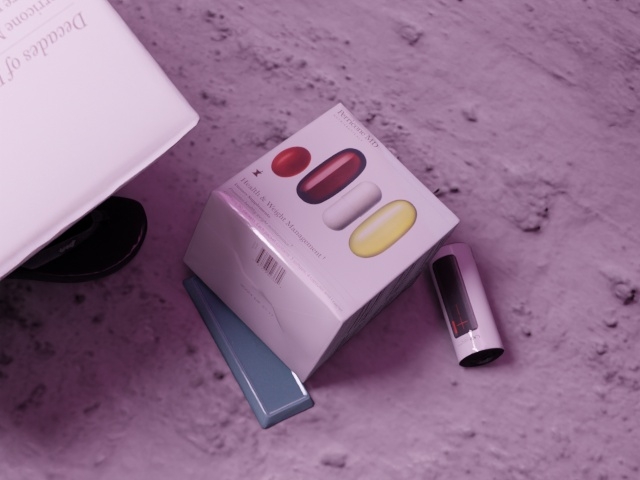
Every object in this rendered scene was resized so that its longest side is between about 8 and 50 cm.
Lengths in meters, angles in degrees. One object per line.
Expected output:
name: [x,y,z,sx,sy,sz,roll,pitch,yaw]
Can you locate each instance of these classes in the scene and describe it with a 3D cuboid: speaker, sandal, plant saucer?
speaker: [0.165,0.074,1.394,0.055,0.055,0.136,-6,64,-18]
sandal: [-0.307,-0.002,1.309,0.254,0.054,0.097,-8,64,-19]
plant saucer: [-0.078,0.108,1.332,0.067,0.018,0.192,-22,70,-24]

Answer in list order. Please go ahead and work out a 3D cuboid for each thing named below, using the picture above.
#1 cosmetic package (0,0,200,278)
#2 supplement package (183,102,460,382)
cosmetic package: [-0.379,-0.144,1.105,0.327,0.329,0.394,-40,99,-16]
supplement package: [0.000,0.000,1.324,0.194,0.149,0.203,45,55,10]
